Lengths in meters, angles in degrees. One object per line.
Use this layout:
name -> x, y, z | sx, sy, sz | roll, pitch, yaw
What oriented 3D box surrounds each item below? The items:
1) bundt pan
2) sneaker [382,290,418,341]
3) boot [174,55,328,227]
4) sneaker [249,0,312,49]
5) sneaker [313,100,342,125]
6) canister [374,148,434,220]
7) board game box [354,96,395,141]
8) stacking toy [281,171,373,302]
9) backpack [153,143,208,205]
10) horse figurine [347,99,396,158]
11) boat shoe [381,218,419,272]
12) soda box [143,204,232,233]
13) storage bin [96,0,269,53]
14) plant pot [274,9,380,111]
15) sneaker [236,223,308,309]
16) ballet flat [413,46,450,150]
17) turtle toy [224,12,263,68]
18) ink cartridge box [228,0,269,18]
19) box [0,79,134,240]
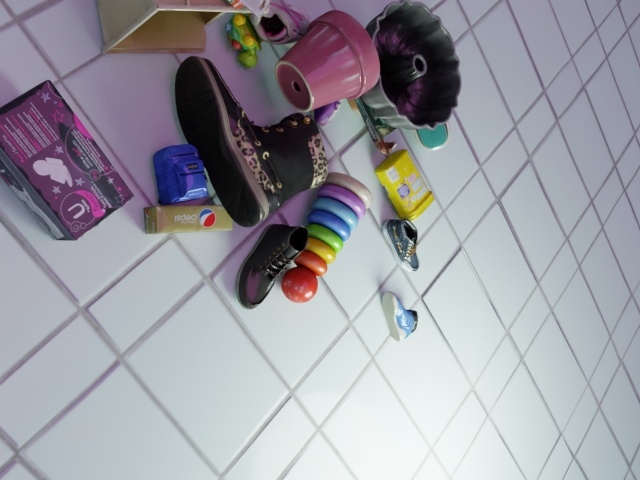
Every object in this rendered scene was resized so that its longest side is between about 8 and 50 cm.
bundt pan -> 0.209, -0.434, 1.625 | 0.330, 0.124, 0.331 | 5, 83, -40
sneaker -> 0.226, 0.198, 1.764 | 0.084, 0.058, 0.152 | -26, 108, -31
boot -> -0.144, -0.242, 1.433 | 0.284, 0.138, 0.377 | -28, 93, -47
sneaker -> -0.096, -0.497, 1.477 | 0.252, 0.103, 0.111 | 24, 54, -55
sneaker -> 0.000, -0.406, 1.601 | 0.104, 0.095, 0.237 | 16, 72, -32
canister -> 0.236, -0.156, 1.785 | 0.126, 0.073, 0.170 | -44, 113, -32
board game box -> 0.145, -0.368, 1.665 | 0.126, 0.026, 0.186 | -40, 110, -33
stacking toy -> 0.000, 0.000, 1.559 | 0.141, 0.141, 0.330 | 39, 70, -31
backpack -> -0.290, -0.144, 1.342 | 0.098, 0.101, 0.120 | -15, 94, -45
horse figurine -> 0.141, -0.372, 1.725 | 0.263, 0.066, 0.174 | 54, 53, -24
boat shoe -> 0.245, 0.018, 1.775 | 0.065, 0.083, 0.183 | -48, 116, -30
soda box -> -0.283, -0.046, 1.365 | 0.181, 0.061, 0.058 | -4, 91, -39
storage bin -> -0.276, -0.470, 1.266 | 0.260, 0.262, 0.123 | -14, 94, -39
plant pot -> 0.003, -0.393, 1.448 | 0.180, 0.201, 0.201 | -37, 111, -22
sneaker -> -0.113, 0.055, 1.461 | 0.083, 0.118, 0.222 | 34, 67, -33
ballet flat -> 0.282, -0.456, 1.817 | 0.139, 0.139, 0.400 | -29, 110, -36
turtle toy -> -0.176, -0.465, 1.467 | 0.130, 0.066, 0.095 | 66, 21, -14
ink cartridge box -> -0.150, -0.467, 1.179 | 0.115, 0.029, 0.063 | 39, 62, -30
box -> -0.486, -0.133, 1.141 | 0.142, 0.163, 0.247 | -43, 113, -28
